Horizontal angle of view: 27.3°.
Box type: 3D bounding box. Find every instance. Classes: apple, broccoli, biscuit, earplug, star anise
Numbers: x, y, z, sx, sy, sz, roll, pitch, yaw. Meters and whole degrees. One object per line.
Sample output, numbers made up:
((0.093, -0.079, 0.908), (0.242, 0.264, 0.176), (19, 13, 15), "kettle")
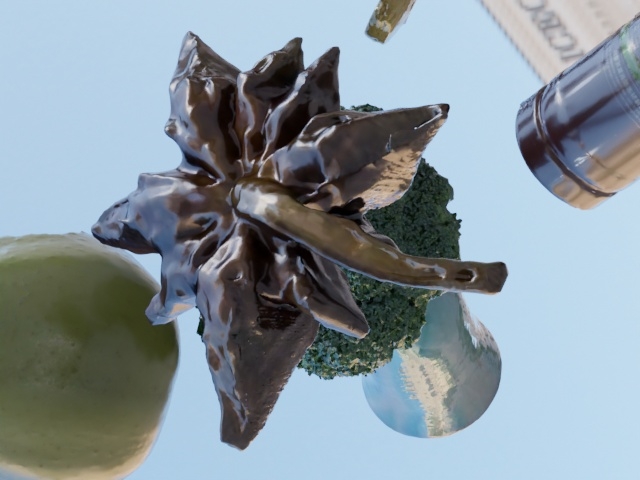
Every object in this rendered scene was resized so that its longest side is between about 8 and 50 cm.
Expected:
((-0.268, 0.121, 1.236), (0.279, 0.279, 0.279), (9, -101, -49), "apple")
((0.000, 0.000, 1.228), (0.242, 0.261, 0.269), (70, -173, -61), "broccoli")
((0.102, -0.268, 1.161), (0.030, 0.153, 0.234), (28, -111, 2), "biscuit")
((0.102, 0.101, 1.576), (0.324, 0.185, 0.185), (59, -139, -60), "earplug")
((-0.037, -0.022, 0.929), (0.109, 0.292, 0.349), (1, -136, -45), "star anise")

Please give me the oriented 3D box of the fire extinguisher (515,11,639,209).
((0.281, -0.130, 0.856), (0.141, 0.341, 0.105), (54, -137, 2), "fire extinguisher")
